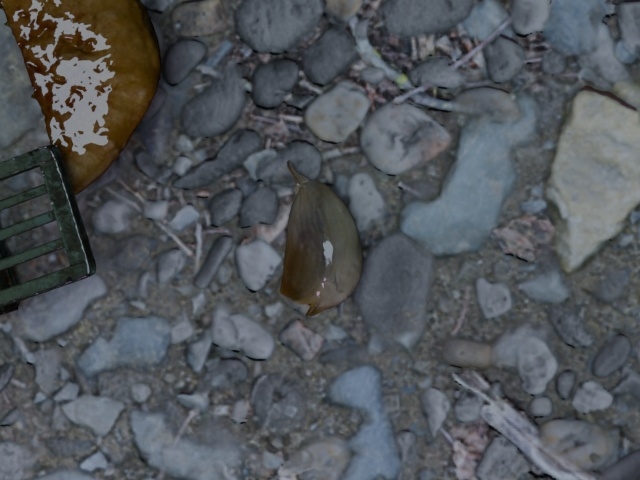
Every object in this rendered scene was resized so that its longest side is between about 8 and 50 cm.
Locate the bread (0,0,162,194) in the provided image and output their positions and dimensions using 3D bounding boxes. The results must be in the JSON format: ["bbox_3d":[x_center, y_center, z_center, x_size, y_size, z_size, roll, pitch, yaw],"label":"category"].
[{"bbox_3d":[-0.221,-0.182,1.412,0.134,0.129,0.260,-14,93,7],"label":"bread"}]

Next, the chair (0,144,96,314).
[{"bbox_3d":[-0.338,0.008,1.428,0.270,0.147,0.136,-19,89,11],"label":"chair"}]

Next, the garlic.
[{"bbox_3d":[0.000,0.001,1.421,0.084,0.066,0.152,4,96,10],"label":"garlic"}]
